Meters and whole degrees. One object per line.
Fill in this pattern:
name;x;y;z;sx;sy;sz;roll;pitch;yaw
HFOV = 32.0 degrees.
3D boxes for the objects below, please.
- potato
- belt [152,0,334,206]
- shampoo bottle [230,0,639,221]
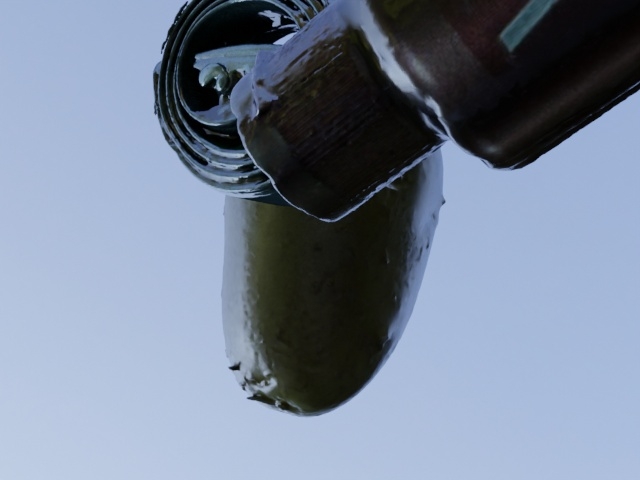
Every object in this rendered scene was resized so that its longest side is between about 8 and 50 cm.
potato;0.006;0.008;1.203;0.219;0.270;0.359;11;-88;25
belt;-0.047;-0.139;1.002;0.116;0.267;0.206;13;-83;-45
shampoo bottle;0.105;-0.122;0.396;0.323;0.084;0.129;-34;-105;25
